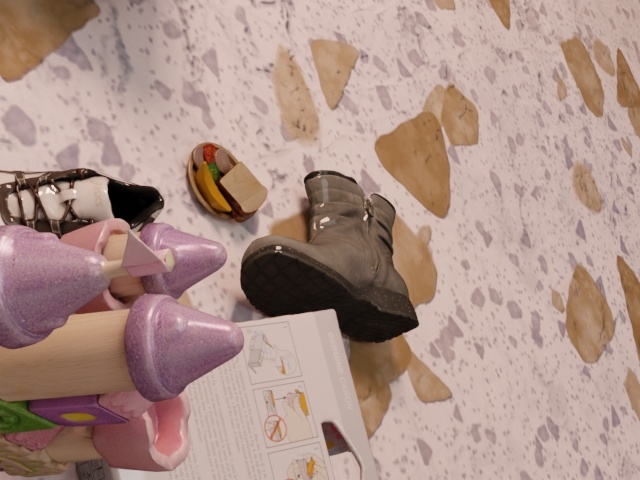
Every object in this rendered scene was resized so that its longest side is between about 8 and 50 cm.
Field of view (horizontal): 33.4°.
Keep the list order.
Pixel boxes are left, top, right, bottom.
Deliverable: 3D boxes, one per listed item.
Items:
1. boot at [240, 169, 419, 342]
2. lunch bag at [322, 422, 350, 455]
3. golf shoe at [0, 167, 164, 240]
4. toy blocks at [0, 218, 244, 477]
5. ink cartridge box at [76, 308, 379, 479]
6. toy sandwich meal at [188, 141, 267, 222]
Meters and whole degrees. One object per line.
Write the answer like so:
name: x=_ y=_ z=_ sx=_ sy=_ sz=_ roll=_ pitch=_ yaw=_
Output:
boot: x=0.000 y=0.000 z=1.045 sx=0.246 sy=0.083 sz=0.161 roll=25 pitch=45 yaw=-48
lunch bag: x=-0.011 y=0.157 z=0.924 sx=0.053 sy=0.083 sz=0.071 roll=-3 pitch=73 yaw=-51
golf shoe: x=-0.204 y=-0.027 z=0.782 sx=0.198 sy=0.094 sz=0.077 roll=-3 pitch=74 yaw=-50
toy blocks: x=-0.151 y=0.086 z=0.564 sx=0.288 sy=0.260 sz=0.309 roll=52 pitch=34 yaw=-61
ink cartridge box: x=-0.061 y=0.197 z=0.828 sx=0.239 sy=0.060 sz=0.275 roll=-3 pitch=73 yaw=-42
toy sandwich meal: x=-0.087 y=-0.056 z=0.993 sx=0.085 sy=0.029 sz=0.086 roll=28 pitch=51 yaw=-40
